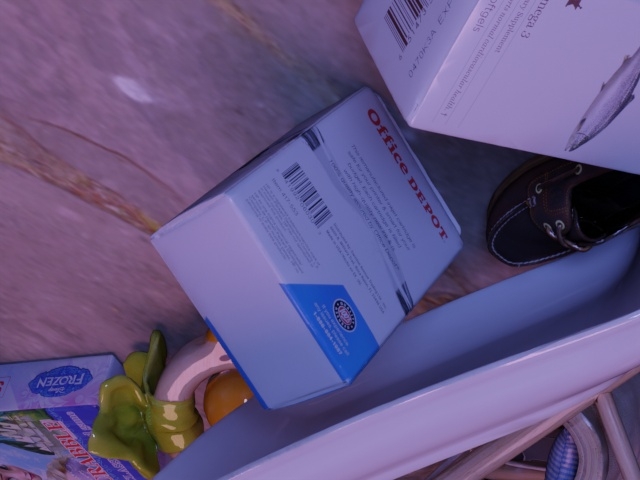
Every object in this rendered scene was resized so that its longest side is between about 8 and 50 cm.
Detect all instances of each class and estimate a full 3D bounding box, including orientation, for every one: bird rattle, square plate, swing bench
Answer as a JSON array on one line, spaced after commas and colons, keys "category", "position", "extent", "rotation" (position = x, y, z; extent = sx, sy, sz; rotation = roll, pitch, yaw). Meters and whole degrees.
[{"category": "bird rattle", "position": [-0.078, 0.179, 1.037], "extent": [0.253, 0.143, 0.207], "rotation": [37, 114, -5]}, {"category": "square plate", "position": [0.067, 0.091, 0.737], "extent": [0.347, 0.344, 0.049], "rotation": [-25, 91, 15]}, {"category": "swing bench", "position": [0.170, 0.173, 0.855], "extent": [0.255, 0.165, 0.253], "rotation": [-22, 173, 26]}]

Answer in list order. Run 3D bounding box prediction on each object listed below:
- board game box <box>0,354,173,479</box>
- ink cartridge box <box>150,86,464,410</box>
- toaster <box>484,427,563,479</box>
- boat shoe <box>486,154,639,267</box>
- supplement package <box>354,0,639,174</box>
[{"category": "board game box", "position": [-0.298, 0.254, 1.271], "extent": [0.318, 0.065, 0.318], "rotation": [-8, 136, 23]}, {"category": "ink cartridge box", "position": [0.000, 0.000, 0.757], "extent": [0.082, 0.191, 0.139], "rotation": [-26, 101, 37]}, {"category": "toaster", "position": [0.221, 0.272, 1.106], "extent": [0.147, 0.129, 0.227], "rotation": [4, 138, 7]}, {"category": "boat shoe", "position": [0.187, -0.031, 0.794], "extent": [0.073, 0.073, 0.207], "rotation": [27, 140, -18]}, {"category": "supplement package", "position": [0.129, -0.116, 0.623], "extent": [0.179, 0.105, 0.105], "rotation": [8, 129, -27]}]
